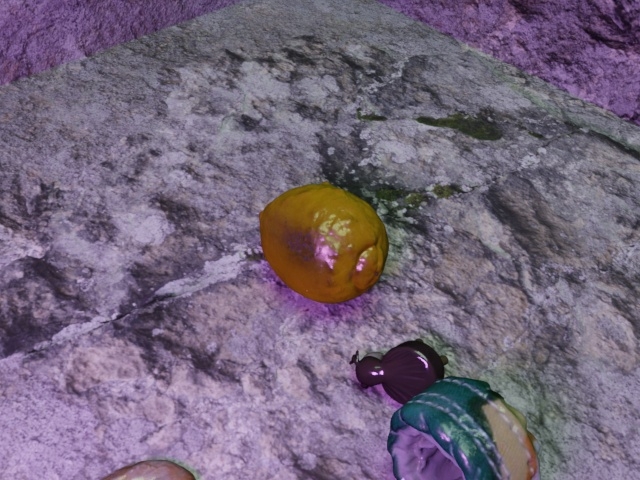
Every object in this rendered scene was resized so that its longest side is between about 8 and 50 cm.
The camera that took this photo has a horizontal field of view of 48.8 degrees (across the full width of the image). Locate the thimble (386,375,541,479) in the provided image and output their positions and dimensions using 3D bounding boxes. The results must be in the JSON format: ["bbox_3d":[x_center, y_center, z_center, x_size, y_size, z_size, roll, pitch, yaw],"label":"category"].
[{"bbox_3d":[0.245,0.388,1.228,0.167,0.288,0.254,-23,37,-31],"label":"thimble"}]

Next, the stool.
[{"bbox_3d":[0.169,0.270,1.475,0.217,0.125,0.121,-1,8,26],"label":"stool"}]

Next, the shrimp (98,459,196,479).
[{"bbox_3d":[-0.361,0.474,1.210,0.317,0.077,0.168,-16,38,-29],"label":"shrimp"}]

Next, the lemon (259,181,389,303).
[{"bbox_3d":[0.006,0.003,1.628,0.285,0.286,0.316,-9,18,-18],"label":"lemon"}]
